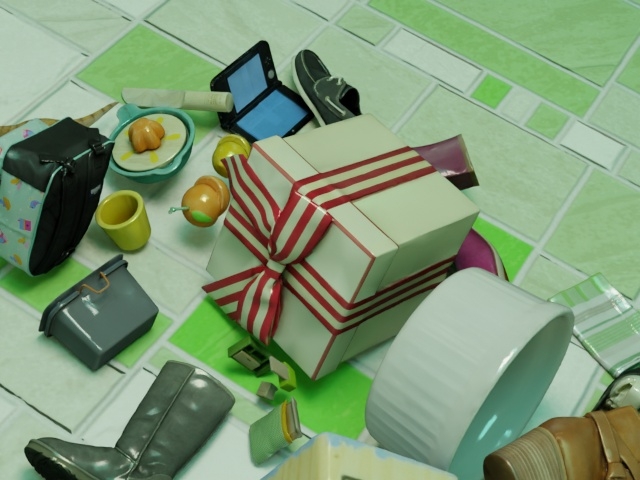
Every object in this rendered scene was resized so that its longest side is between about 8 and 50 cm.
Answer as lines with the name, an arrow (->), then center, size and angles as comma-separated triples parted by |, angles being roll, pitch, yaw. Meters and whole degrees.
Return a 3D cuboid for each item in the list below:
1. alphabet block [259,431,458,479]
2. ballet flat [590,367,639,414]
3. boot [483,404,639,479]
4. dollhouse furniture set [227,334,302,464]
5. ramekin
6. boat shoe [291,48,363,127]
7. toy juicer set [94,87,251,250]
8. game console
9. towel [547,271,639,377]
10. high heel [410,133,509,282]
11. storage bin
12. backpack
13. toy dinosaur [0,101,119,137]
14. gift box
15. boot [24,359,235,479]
alphabet block -> 0.029, 0.350, 1.265 | 0.192, 0.193, 0.197 | 22, 45, -23
ballet flat -> 0.391, 0.241, 1.538 | 0.095, 0.096, 0.280 | 36, 52, 18
boot -> 0.318, 0.342, 1.387 | 0.220, 0.109, 0.283 | -13, 81, -30
dollhouse furniture set -> -0.074, 0.192, 1.475 | 0.058, 0.076, 0.151 | 40, 26, -38
ramekin -> 0.176, 0.167, 1.441 | 0.135, 0.277, 0.277 | 33, 51, 25
boat shoe -> 0.028, -0.216, 1.833 | 0.084, 0.079, 0.233 | 11, 42, -46
toy juicer set -> -0.204, -0.143, 1.683 | 0.209, 0.089, 0.329 | -11, 48, 9
game console -> -0.085, -0.221, 1.824 | 0.085, 0.124, 0.144 | 13, 43, 34
towel -> 0.411, 0.117, 1.694 | 0.113, 0.023, 0.152 | -22, 59, -29
high heel -> 0.163, 0.028, 1.686 | 0.181, 0.127, 0.377 | -18, 56, 9
storage bin -> -0.274, 0.094, 1.514 | 0.091, 0.098, 0.135 | 44, 54, 9
backpack -> -0.367, -0.056, 1.549 | 0.144, 0.188, 0.166 | 21, 31, 12
toy dinosaur -> -0.384, -0.152, 1.688 | 0.212, 0.064, 0.112 | -11, 62, -10
gift box -> 0.000, 0.000, 1.548 | 0.276, 0.255, 0.258 | 39, 39, 26
boot -> -0.224, 0.222, 1.424 | 0.190, 0.076, 0.208 | 32, 56, -5
